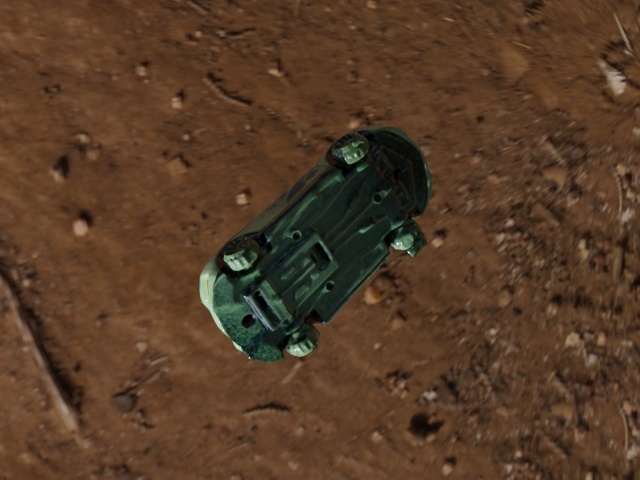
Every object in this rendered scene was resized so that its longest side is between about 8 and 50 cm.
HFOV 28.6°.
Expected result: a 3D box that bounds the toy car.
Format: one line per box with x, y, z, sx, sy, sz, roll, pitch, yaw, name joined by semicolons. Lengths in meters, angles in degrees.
0.000;0.000;0.822;0.186;0.058;0.093;-45;115;-22;toy car
